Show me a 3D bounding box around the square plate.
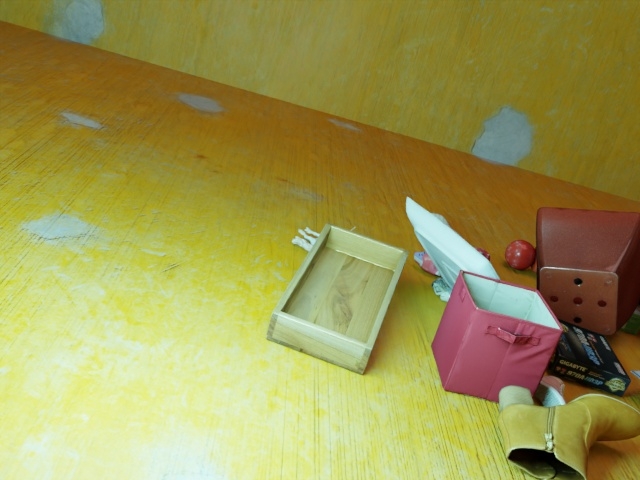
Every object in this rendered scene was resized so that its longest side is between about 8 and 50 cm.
[{"bbox_3d":[0.345,0.087,1.908,0.347,0.049,0.344,53,-5,-37],"label":"square plate"}]

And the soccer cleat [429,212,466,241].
[{"bbox_3d":[0.357,-0.028,2.433,0.076,0.068,0.196,0,29,-32],"label":"soccer cleat"}]

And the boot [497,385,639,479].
[{"bbox_3d":[0.462,0.366,1.462,0.295,0.104,0.211,12,26,-1],"label":"boot"}]

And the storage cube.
[{"bbox_3d":[0.348,0.200,1.645,0.184,0.193,0.215,15,21,-7],"label":"storage cube"}]

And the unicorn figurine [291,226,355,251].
[{"bbox_3d":[0.000,0.000,2.095,0.111,0.060,0.162,26,38,20],"label":"unicorn figurine"}]

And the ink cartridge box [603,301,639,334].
[{"bbox_3d":[0.806,0.178,2.258,0.109,0.062,0.209,16,20,-4],"label":"ink cartridge box"}]

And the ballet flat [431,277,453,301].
[{"bbox_3d":[0.311,0.133,2.025,0.041,0.041,0.114,6,22,-27],"label":"ballet flat"}]

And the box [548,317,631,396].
[{"bbox_3d":[0.598,0.261,1.876,0.175,0.051,0.220,20,20,-4],"label":"box"}]

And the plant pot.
[{"bbox_3d":[0.665,0.091,2.047,0.267,0.267,0.235,4,30,23],"label":"plant pot"}]

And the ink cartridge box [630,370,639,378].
[{"bbox_3d":[0.871,0.359,1.837,0.371,0.069,0.176,6,23,-34],"label":"ink cartridge box"}]

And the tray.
[{"bbox_3d":[0.048,0.109,1.722,0.203,0.076,0.411,20,31,7],"label":"tray"}]

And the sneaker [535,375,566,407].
[{"bbox_3d":[0.480,0.315,1.654,0.070,0.051,0.134,4,19,-20],"label":"sneaker"}]

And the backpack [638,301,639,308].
[{"bbox_3d":[0.969,0.089,2.178,0.213,0.263,0.276,19,20,-19],"label":"backpack"}]

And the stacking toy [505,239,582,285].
[{"bbox_3d":[0.708,0.071,2.398,0.330,0.141,0.141,10,20,1],"label":"stacking toy"}]

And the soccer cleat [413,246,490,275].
[{"bbox_3d":[0.365,0.050,2.219,0.248,0.083,0.095,-4,24,-39],"label":"soccer cleat"}]
